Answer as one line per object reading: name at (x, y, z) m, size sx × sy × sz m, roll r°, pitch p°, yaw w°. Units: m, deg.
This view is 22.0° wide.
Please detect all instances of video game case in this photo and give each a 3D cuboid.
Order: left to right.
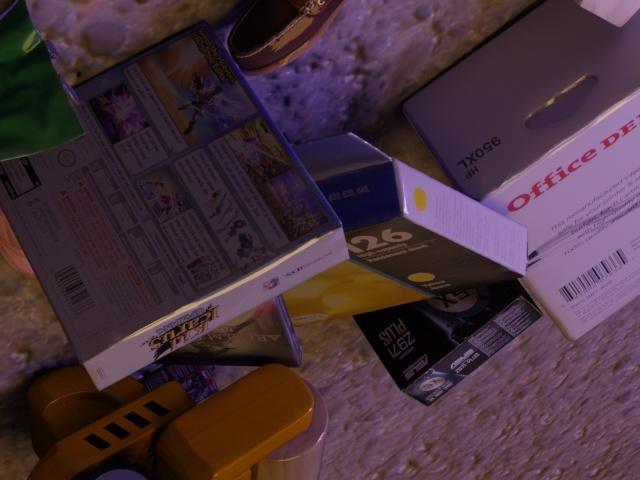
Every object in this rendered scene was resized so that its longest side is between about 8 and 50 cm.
video game case at (-0.143, -0.036, 1.434) m, size 0.244 × 0.269 × 0.061 m, roll -28°, pitch 147°, yaw -7°
video game case at (-0.134, 0.066, 1.680) m, size 0.196 × 0.026 × 0.274 m, roll 1°, pitch 152°, yaw 9°

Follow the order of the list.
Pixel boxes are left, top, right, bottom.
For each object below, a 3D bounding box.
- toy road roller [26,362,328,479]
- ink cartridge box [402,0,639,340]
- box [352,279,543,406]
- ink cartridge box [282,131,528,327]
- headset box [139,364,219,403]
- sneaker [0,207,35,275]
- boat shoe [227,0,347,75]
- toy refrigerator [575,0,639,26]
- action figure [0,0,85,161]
toy road roller at (-0.176, 0.227, 1.788) m, size 0.329 × 0.240 × 0.202 m, roll -28°, pitch 150°, yaw -25°
ink cartridge box at (0.302, -0.091, 1.831) m, size 0.285 × 0.166 × 0.395 m, roll -36°, pitch 147°, yaw 5°
box at (0.143, 0.080, 1.935) m, size 0.180 × 0.147 × 0.077 m, roll -39°, pitch 147°, yaw 10°
ink cartridge box at (0.000, 0.000, 1.632) m, size 0.303 × 0.072 × 0.307 m, roll -13°, pitch 158°, yaw 36°
headset box at (-0.159, 0.165, 1.895) m, size 0.083 × 0.032 × 0.062 m, roll -31°, pitch 147°, yaw -6°
sneaker at (-0.266, -0.003, 1.547) m, size 0.051 × 0.070 × 0.134 m, roll -68°, pitch 153°, yaw -24°
boat shoe at (-0.007, -0.236, 1.478) m, size 0.207 × 0.073 × 0.073 m, roll -43°, pitch 145°, yaw 1°
toy refrigerator at (0.338, -0.346, 1.597) m, size 0.094 × 0.102 × 0.269 m, roll 15°, pitch 123°, yaw -49°
action figure at (-0.319, -0.092, 1.376) m, size 0.232 × 0.137 × 0.063 m, roll -26°, pitch 160°, yaw 5°
